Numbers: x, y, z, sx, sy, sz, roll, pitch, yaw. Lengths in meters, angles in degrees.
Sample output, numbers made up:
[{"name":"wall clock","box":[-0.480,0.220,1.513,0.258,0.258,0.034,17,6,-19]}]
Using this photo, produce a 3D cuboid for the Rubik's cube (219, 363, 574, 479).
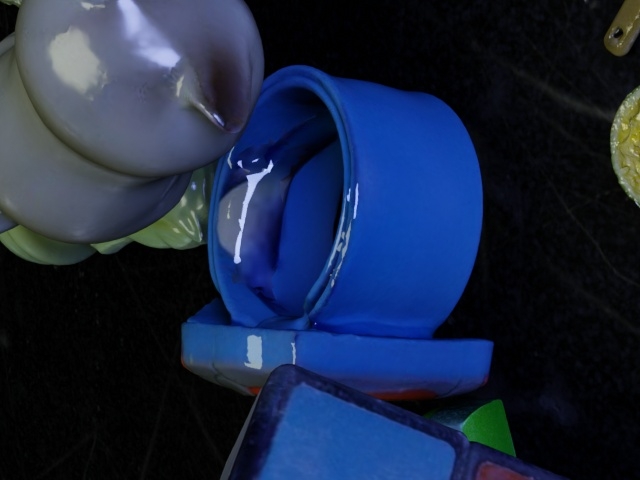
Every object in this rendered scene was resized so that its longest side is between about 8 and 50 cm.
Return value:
[{"name":"Rubik's cube","box":[0.027,0.333,0.912,0.316,0.318,0.313,22,141,-2]}]

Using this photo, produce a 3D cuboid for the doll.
[{"name":"doll","box":[-0.179,-0.122,1.054,0.215,0.226,0.370,53,139,-5]}]

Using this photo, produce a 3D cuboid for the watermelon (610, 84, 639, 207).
[{"name":"watermelon","box":[0.252,-0.064,0.844,0.105,0.062,0.105,24,125,40]}]

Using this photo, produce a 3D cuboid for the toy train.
[{"name":"toy train","box":[0.073,0.201,1.115,0.251,0.085,0.119,-6,101,48]}]

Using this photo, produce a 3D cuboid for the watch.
[{"name":"watch","box":[0.000,0.000,1.070,0.305,0.241,0.274,1,85,56]}]

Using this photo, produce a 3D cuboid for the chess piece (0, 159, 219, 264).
[{"name":"chess piece","box":[-0.217,-0.068,1.358,0.298,0.176,0.175,-6,96,37]}]

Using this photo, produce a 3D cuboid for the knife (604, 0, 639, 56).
[{"name":"knife","box":[0.247,-0.236,0.833,0.046,0.022,0.256,52,135,33]}]

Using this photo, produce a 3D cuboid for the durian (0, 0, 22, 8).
[{"name":"durian","box":[-0.336,-0.317,1.416,0.252,0.139,0.144,43,126,35]}]
